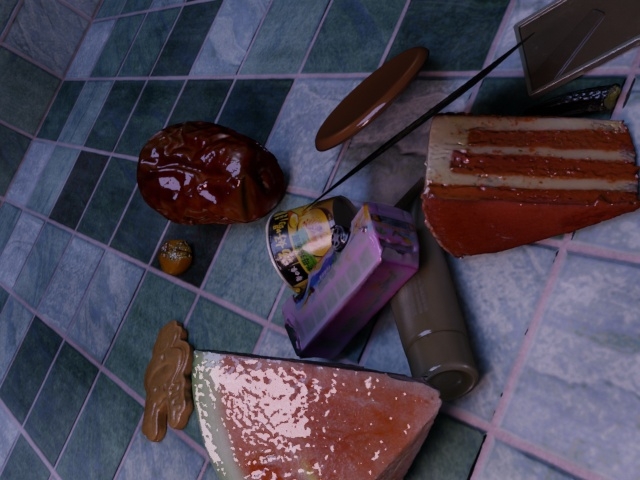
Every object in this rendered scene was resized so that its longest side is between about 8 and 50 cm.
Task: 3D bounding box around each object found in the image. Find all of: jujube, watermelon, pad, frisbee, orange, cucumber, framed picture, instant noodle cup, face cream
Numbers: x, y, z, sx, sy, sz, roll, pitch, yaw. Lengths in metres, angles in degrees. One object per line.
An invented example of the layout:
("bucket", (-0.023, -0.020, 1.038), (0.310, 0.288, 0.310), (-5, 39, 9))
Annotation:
("jujube", (-0.224, -0.126, 1.419), (0.342, 0.216, 0.216), (10, 75, 37))
("watermelon", (-0.020, 0.240, 0.877), (0.293, 0.250, 0.283), (-56, 46, 52))
("pad", (0.134, -0.201, 1.038), (0.375, 0.063, 0.315), (-33, 6, 45))
("frisbee", (0.082, -0.242, 1.194), (0.250, 0.021, 0.251), (-38, 18, 15))
("orange", (-0.316, 0.034, 1.514), (0.086, 0.062, 0.086), (-28, 49, 38))
("cucumber", (0.339, -0.186, 0.954), (0.134, 0.033, 0.034), (0, 65, 47))
("framed picture", (0.377, -0.304, 0.998), (0.203, 0.015, 0.150), (-27, 50, 35))
("instant noodle cup", (0.000, 0.000, 1.131), (0.122, 0.151, 0.152), (-26, 50, 27))
("face cream", (0.139, 0.063, 0.997), (0.137, 0.084, 0.341), (-48, 34, 32))

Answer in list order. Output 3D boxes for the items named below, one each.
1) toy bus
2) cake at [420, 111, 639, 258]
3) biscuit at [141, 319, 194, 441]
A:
("toy bus", (0.036, 0.067, 1.031), (0.274, 0.090, 0.112), (-53, 35, 41))
("cake", (0.248, -0.099, 0.902), (0.262, 0.159, 0.158), (-19, 52, 38))
("biscuit", (-0.299, 0.267, 1.381), (0.144, 0.040, 0.237), (-29, 51, 26))
